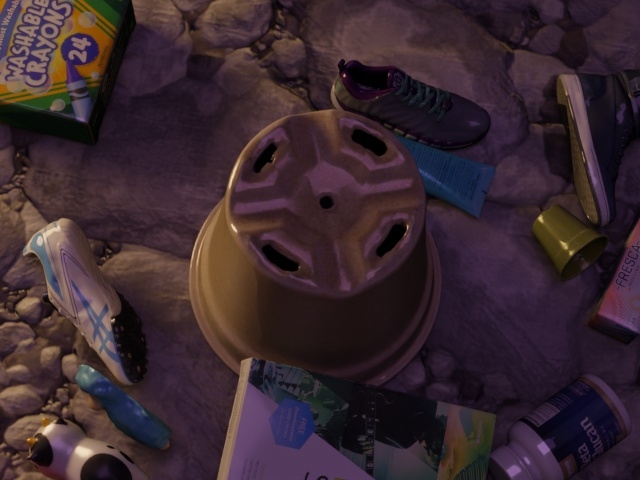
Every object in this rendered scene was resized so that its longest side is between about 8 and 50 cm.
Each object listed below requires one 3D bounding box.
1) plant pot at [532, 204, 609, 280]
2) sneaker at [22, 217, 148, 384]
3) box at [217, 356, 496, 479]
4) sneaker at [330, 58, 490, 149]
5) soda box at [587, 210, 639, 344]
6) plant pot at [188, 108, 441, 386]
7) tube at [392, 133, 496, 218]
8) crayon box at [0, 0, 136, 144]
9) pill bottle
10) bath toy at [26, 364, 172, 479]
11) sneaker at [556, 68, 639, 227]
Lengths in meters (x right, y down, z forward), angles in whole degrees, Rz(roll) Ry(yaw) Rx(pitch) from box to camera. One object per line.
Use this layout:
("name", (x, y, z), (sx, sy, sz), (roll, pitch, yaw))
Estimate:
("plant pot", (0.323, -0.003, 1.658), (0.083, 0.083, 0.079), (-34, 63, -13))
("sneaker", (-0.297, 0.086, 1.600), (0.086, 0.085, 0.237), (-35, 78, 14))
("box", (0.039, 0.286, 1.493), (0.322, 0.058, 0.232), (14, 78, -15))
("sneaker", (0.123, -0.186, 1.696), (0.224, 0.098, 0.083), (13, 71, 2))
("soda box", (0.418, 0.041, 1.651), (0.063, 0.058, 0.183), (26, 72, 6))
("plant pot", (0.000, 0.000, 1.517), (0.334, 0.305, 0.333), (1, 70, -2))
("tube", (0.131, -0.102, 1.696), (0.207, 0.052, 0.080), (21, 75, -1))
("crayon box", (-0.437, -0.268, 1.709), (0.323, 0.083, 0.203), (13, 71, 3))
("pill bottle", (0.292, 0.248, 1.554), (0.169, 0.094, 0.094), (-33, 75, -12))
("bath toy", (-0.328, 0.325, 1.484), (0.151, 0.129, 0.348), (15, 66, 39))
("sneaker", (0.419, -0.132, 1.697), (0.163, 0.086, 0.226), (-5, 70, -2))
